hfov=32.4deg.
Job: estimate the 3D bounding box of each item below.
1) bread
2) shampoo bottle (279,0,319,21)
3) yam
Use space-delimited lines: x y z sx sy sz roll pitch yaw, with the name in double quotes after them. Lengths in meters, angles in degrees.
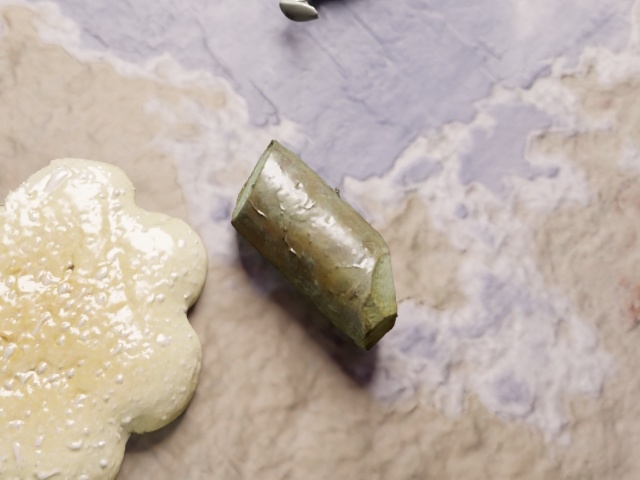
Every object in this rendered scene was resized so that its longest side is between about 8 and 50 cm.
-0.173 0.067 0.680 0.182 0.039 0.251 43 68 7 "bread"
0.012 -0.221 0.815 0.077 0.045 0.152 32 69 2 "shampoo bottle"
0.000 0.000 0.720 0.146 0.070 0.070 42 69 9 "yam"
